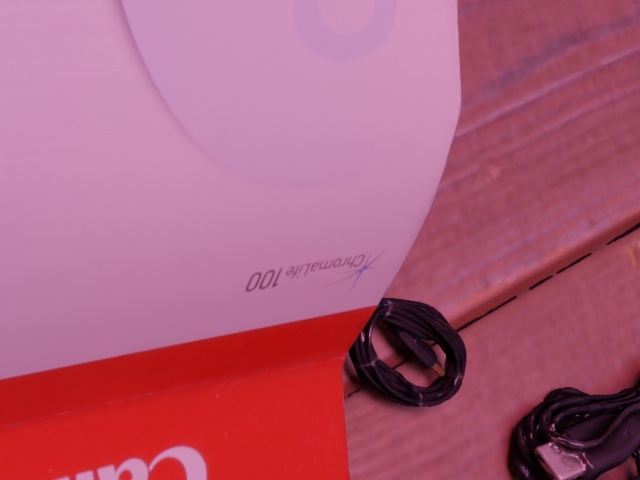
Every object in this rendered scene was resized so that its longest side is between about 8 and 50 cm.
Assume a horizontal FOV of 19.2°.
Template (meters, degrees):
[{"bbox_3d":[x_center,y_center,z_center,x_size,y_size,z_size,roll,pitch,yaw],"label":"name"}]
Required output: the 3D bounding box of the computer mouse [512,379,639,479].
[{"bbox_3d":[0.201,0.206,1.047,0.188,0.072,0.272,-12,93,-49],"label":"computer mouse"}]

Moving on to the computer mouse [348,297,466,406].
[{"bbox_3d":[0.000,0.000,0.890,0.071,0.041,0.242,-56,131,-26],"label":"computer mouse"}]

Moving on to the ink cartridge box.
[{"bbox_3d":[-0.074,0.010,0.718,0.308,0.091,0.385,-9,97,-43],"label":"ink cartridge box"}]
